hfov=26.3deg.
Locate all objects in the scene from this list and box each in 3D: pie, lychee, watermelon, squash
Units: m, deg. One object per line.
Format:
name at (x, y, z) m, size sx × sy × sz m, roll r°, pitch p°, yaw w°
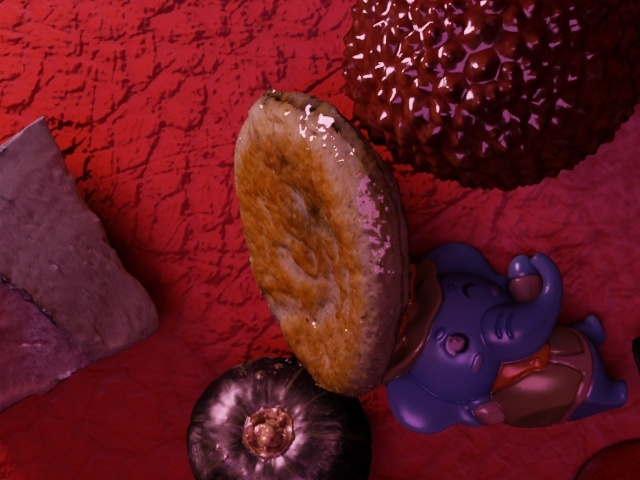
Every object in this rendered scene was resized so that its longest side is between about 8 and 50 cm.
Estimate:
pie at (0.000, 0.000, 1.299) m, size 0.071 × 0.323 × 0.323 m, roll -16°, pitch 101°, yaw -22°
lychee at (0.159, -0.174, 1.225) m, size 0.276 × 0.304 × 0.275 m, roll 20°, pitch 140°, yaw 18°
watermelon at (-0.299, 0.072, 1.433) m, size 0.258 × 0.228 × 0.387 m, roll 16°, pitch 112°, yaw 0°
squash at (-0.042, 0.212, 1.413) m, size 0.193 × 0.156 × 0.193 m, roll 4°, pitch 68°, yaw -11°

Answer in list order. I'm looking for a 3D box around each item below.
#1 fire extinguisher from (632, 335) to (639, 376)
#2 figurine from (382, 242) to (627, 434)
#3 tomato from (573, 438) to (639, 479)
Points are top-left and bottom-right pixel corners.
fire extinguisher at (0.464, 0.112, 1.307) m, size 0.311 × 0.095 × 0.114 m, roll -14°, pitch 136°, yaw 18°
figurine at (0.170, 0.096, 1.359) m, size 0.262 × 0.154 × 0.180 m, roll 2°, pitch 95°, yaw -4°
tomato at (0.340, 0.300, 1.375) m, size 0.173 × 0.099 × 0.189 m, roll -25°, pitch 94°, yaw 20°
